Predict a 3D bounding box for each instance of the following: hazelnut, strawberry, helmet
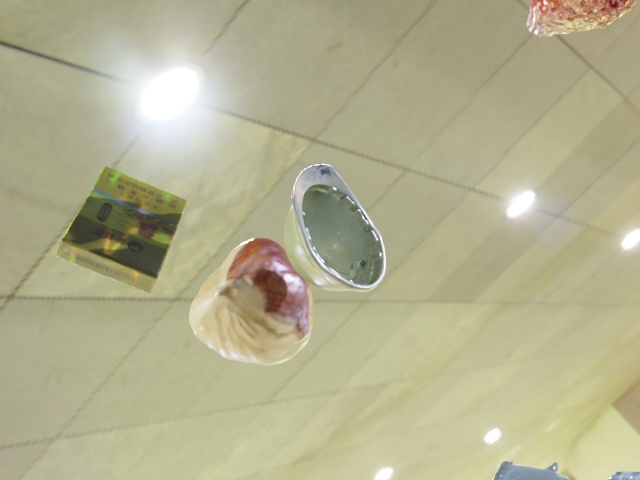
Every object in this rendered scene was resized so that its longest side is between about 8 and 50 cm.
[{"bbox_3d":[-0.143,0.126,1.955,0.261,0.261,0.241,-44,166,9],"label":"hazelnut"},{"bbox_3d":[0.322,-0.304,1.175,0.131,0.131,0.148,-11,133,-51],"label":"strawberry"},{"bbox_3d":[-0.004,-0.002,1.822,0.137,0.257,0.204,-27,-174,40],"label":"helmet"}]

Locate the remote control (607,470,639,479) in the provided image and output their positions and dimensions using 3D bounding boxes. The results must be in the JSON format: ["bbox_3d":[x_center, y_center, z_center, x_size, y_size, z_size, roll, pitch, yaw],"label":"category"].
[{"bbox_3d":[0.379,0.282,1.083,0.027,0.043,0.152,-21,177,-28],"label":"remote control"}]

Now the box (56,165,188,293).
[{"bbox_3d":[-0.245,-0.017,1.218,0.193,0.121,0.030,-82,-163,-59],"label":"box"}]

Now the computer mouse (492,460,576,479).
[{"bbox_3d":[0.325,0.503,1.589,0.371,0.188,0.122,-42,138,-46],"label":"computer mouse"}]
